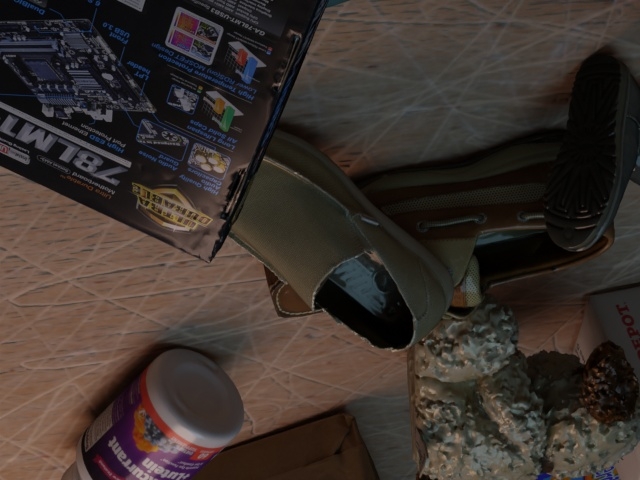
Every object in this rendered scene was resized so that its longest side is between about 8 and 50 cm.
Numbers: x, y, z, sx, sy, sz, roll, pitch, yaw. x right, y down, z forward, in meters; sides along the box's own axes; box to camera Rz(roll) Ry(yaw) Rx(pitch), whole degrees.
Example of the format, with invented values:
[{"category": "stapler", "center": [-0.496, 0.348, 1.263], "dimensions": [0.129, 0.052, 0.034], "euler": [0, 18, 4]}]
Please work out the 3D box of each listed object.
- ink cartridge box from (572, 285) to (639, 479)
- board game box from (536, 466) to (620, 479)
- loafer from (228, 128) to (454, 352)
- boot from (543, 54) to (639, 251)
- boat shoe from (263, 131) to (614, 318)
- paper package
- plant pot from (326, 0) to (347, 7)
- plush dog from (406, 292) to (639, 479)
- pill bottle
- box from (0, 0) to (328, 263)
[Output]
[{"category": "ink cartridge box", "center": [0.422, 0.140, 1.952], "dimensions": [0.273, 0.198, 0.115], "euler": [-11, 143, -11]}, {"category": "board game box", "center": [0.266, 0.258, 2.170], "dimensions": [0.210, 0.047, 0.160], "euler": [-14, 144, -8]}, {"category": "loafer", "center": [0.000, 0.000, 1.599], "dimensions": [0.268, 0.092, 0.102], "euler": [33, 119, -12]}, {"category": "boot", "center": [0.295, -0.053, 1.686], "dimensions": [0.076, 0.189, 0.208], "euler": [8, 167, 43]}, {"category": "boat shoe", "center": [0.110, 0.005, 1.705], "dimensions": [0.324, 0.120, 0.122], "euler": [-20, 144, 1]}, {"category": "paper package", "center": [-0.060, 0.366, 2.071], "dimensions": [0.309, 0.168, 0.325], "euler": [-18, 145, 2]}, {"category": "plant pot", "center": [-0.027, -0.253, 1.275], "dimensions": [0.234, 0.165, 0.166], "euler": [-26, 145, 25]}, {"category": "plush dog", "center": [0.201, 0.171, 1.821], "dimensions": [0.225, 0.210, 0.262], "euler": [-1, 165, 0]}, {"category": "pill bottle", "center": [-0.170, 0.201, 1.851], "dimensions": [0.108, 0.108, 0.193], "euler": [15, 132, -38]}, {"category": "box", "center": [-0.156, -0.151, 1.243], "dimensions": [0.295, 0.073, 0.293], "euler": [25, 139, 1]}]
